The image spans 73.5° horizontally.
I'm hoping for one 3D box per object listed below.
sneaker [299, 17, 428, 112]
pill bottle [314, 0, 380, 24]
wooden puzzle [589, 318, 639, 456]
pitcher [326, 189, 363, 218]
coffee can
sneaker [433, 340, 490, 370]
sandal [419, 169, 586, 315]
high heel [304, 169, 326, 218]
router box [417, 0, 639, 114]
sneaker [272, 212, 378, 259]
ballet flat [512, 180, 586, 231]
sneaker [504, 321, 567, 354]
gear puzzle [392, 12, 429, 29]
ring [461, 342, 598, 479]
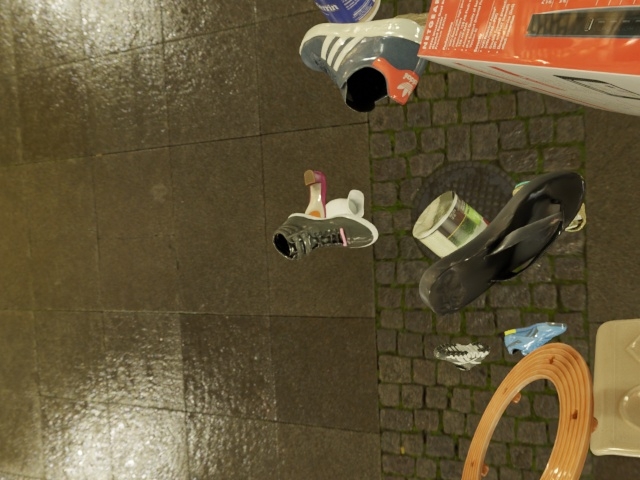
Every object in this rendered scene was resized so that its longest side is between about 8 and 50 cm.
[{"bbox_3d":[0.057,-0.336,0.854,0.350,0.131,0.148,25,99,52],"label":"sneaker"},{"bbox_3d":[0.032,-0.661,1.061,0.153,0.264,0.153,-10,70,29],"label":"pill bottle"},{"bbox_3d":[0.669,0.254,0.739,0.347,0.322,0.081,-22,109,44],"label":"wooden puzzle"},{"bbox_3d":[0.096,-0.095,1.785,0.207,0.125,0.178,-24,67,52],"label":"pitcher"},{"bbox_3d":[0.487,-0.007,1.477,0.275,0.201,0.202,38,103,-9],"label":"coffee can"},{"bbox_3d":[0.510,0.432,1.567,0.234,0.078,0.106,3,113,-23],"label":"sneaker"},{"bbox_3d":[0.242,0.012,0.542,0.254,0.054,0.097,-40,122,-3],"label":"sandal"},{"bbox_3d":[-0.004,-0.128,1.527,0.082,0.117,0.244,-14,83,26],"label":"high heel"},{"bbox_3d":[0.317,-0.171,0.409,0.301,0.335,0.082,45,127,54],"label":"router box"},{"bbox_3d":[0.000,0.000,1.149,0.295,0.147,0.105,6,124,31],"label":"sneaker"},{"bbox_3d":[0.710,-0.092,1.304,0.123,0.348,0.123,-15,70,49],"label":"ballet flat"},{"bbox_3d":[0.633,0.290,1.257,0.069,0.209,0.082,11,63,-22],"label":"sneaker"},{"bbox_3d":[0.323,-0.599,1.196,0.338,0.175,0.044,18,135,37],"label":"gear puzzle"},{"bbox_3d":[0.305,0.312,0.647,0.032,0.336,0.337,28,100,8],"label":"ring"}]
